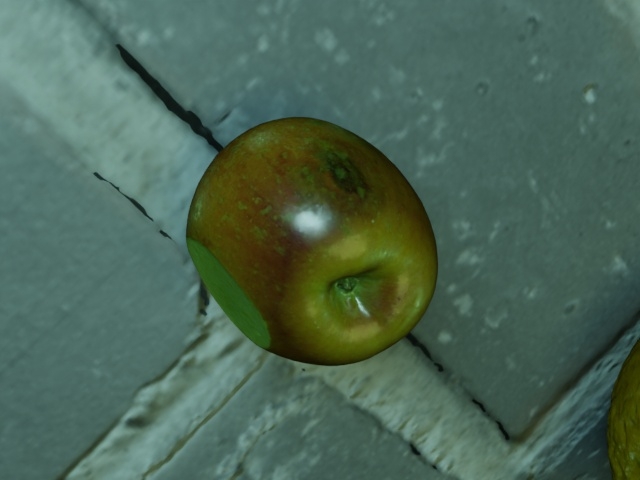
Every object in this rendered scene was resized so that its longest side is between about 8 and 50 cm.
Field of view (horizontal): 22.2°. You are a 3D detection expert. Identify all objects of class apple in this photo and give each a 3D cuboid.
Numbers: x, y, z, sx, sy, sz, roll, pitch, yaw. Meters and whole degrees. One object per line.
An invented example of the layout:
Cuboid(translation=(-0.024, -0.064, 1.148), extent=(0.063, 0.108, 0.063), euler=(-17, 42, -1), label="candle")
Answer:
Cuboid(translation=(0.000, 0.000, 0.725), extent=(0.099, 0.102, 0.114), euler=(-32, 139, -17), label="apple")

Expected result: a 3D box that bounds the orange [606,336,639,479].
Cuboid(translation=(0.300, 0.122, 1.030), extent=(0.236, 0.236, 0.236), euler=(-25, 138, -26), label="orange")
